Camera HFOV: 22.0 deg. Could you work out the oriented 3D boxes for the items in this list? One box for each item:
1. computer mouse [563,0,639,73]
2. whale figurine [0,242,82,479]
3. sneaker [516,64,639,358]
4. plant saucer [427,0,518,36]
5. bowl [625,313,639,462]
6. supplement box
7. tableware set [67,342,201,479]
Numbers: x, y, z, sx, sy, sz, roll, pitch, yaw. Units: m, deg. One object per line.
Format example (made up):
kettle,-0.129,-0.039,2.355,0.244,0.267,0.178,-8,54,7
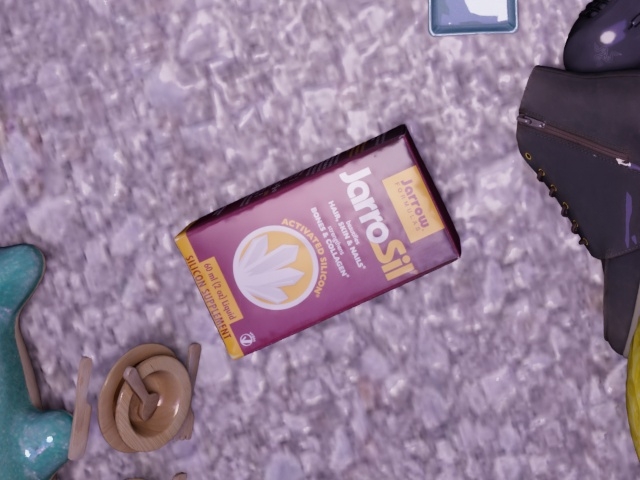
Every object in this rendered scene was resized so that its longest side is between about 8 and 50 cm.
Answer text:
computer mouse,0.273,-0.201,1.198,0.071,0.041,0.242,43,99,-3
whale figurine,-0.285,0.128,1.236,0.216,0.141,0.272,11,90,20
sneaker,0.206,-0.024,1.225,0.118,0.083,0.222,11,111,25
plant saucer,0.110,-0.248,1.214,0.067,0.018,0.192,-2,100,4
bowl,0.332,0.143,1.177,0.289,0.289,0.156,27,143,-1
supplement box,0.000,0.000,1.231,0.188,0.081,0.104,-25,97,7
tableware set,-0.134,0.175,1.247,0.039,0.128,0.194,16,103,39
